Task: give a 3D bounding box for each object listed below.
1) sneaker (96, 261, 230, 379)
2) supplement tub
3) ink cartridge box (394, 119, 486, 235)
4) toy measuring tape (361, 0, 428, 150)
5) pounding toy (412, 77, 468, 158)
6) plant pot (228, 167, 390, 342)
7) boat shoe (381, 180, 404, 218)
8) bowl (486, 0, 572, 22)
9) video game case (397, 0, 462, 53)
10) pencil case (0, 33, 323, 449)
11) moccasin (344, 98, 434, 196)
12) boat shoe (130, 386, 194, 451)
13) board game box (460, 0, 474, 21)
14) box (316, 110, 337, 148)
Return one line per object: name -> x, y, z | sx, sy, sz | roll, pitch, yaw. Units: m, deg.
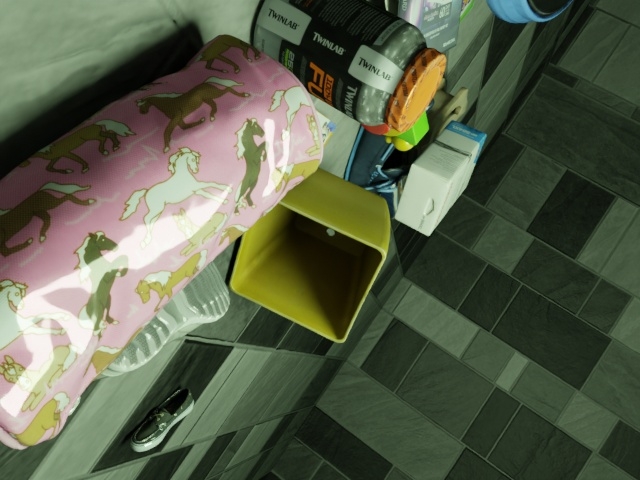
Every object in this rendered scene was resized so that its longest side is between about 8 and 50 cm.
sneaker -> -0.214, 0.085, 0.720 | 0.115, 0.105, 0.281 | -26, -179, 23
supplement tub -> 0.032, -0.203, 0.640 | 0.117, 0.190, 0.117 | -50, 163, -22
ink cartridge box -> 0.244, -0.129, 1.188 | 0.203, 0.086, 0.148 | -45, 157, -41
toy measuring tape -> 0.093, -0.273, 0.921 | 0.121, 0.121, 0.330 | -50, 141, -23
pounding toy -> 0.276, -0.243, 1.363 | 0.269, 0.155, 0.154 | -49, 158, -26
plant pot -> 0.000, 0.000, 0.969 | 0.187, 0.212, 0.212 | -59, 172, -52
boat shoe -> 0.188, -0.119, 1.519 | 0.066, 0.066, 0.183 | -53, 164, -18
bowl -> 0.421, -0.586, 1.035 | 0.391, 0.077, 0.391 | -32, 137, -36
video game case -> 0.164, -0.393, 0.821 | 0.196, 0.026, 0.274 | -40, 141, -46
pencil case -> -0.157, -0.019, 0.504 | 0.386, 0.160, 0.167 | -49, 171, -28
moccasin -> 0.130, -0.164, 1.153 | 0.137, 0.117, 0.342 | -48, 163, -28
boat shoe -> -0.278, 0.309, 1.024 | 0.142, 0.049, 0.040 | -39, 138, -52
board game box -> 0.256, -0.475, 1.072 | 0.124, 0.039, 0.259 | -51, 166, -16
box -> -0.023, -0.157, 0.877 | 0.081, 0.028, 0.136 | -59, 166, 10
